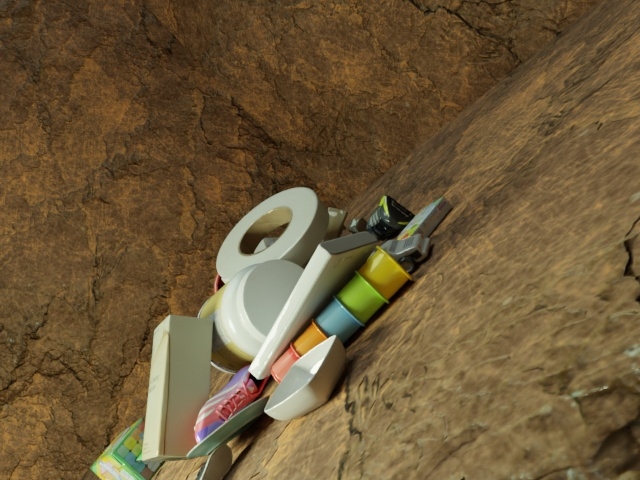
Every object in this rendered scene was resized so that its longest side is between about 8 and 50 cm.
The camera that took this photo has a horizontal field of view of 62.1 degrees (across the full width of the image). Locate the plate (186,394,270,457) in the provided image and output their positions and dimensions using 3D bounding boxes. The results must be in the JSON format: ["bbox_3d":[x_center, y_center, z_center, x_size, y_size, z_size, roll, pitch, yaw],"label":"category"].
[{"bbox_3d":[-0.169,0.362,1.019,0.188,0.024,0.188,-35,-14,-10],"label":"plate"}]

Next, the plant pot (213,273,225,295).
[{"bbox_3d":[-0.248,0.226,1.804,0.275,0.275,0.243,-48,-8,-43],"label":"plant pot"}]

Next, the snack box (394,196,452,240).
[{"bbox_3d":[0.235,-0.033,1.246,0.141,0.037,0.100,-46,6,-27],"label":"snack box"}]

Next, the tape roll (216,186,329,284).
[{"bbox_3d":[-0.152,-0.007,1.637,0.392,0.072,0.392,-27,33,19],"label":"tape roll"}]

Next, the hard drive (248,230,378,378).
[{"bbox_3d":[-0.012,0.126,1.062,0.203,0.040,0.307,-14,-41,-59],"label":"hard drive"}]

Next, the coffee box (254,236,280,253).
[{"bbox_3d":[-0.158,0.069,2.378,0.297,0.119,0.168,-2,-25,-39],"label":"coffee box"}]

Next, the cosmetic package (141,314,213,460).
[{"bbox_3d":[-0.335,0.348,1.252,0.160,0.113,0.309,-40,47,51],"label":"cosmetic package"}]

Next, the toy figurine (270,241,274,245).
[{"bbox_3d":[-0.144,0.103,2.205,0.362,0.217,0.191,-42,5,16],"label":"toy figurine"}]

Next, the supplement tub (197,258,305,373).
[{"bbox_3d":[-0.163,0.198,1.359,0.241,0.241,0.331,-47,6,-37],"label":"supplement tub"}]

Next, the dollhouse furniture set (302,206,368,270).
[{"bbox_3d":[0.000,0.000,1.671,0.161,0.212,0.242,42,-112,-55],"label":"dollhouse furniture set"}]

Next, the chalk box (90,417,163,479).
[{"bbox_3d":[-0.515,0.598,1.479,0.213,0.132,0.132,-41,6,37],"label":"chalk box"}]

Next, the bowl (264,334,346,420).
[{"bbox_3d":[-0.018,0.239,0.894,0.142,0.053,0.142,-40,6,35],"label":"bowl"}]

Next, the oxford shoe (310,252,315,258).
[{"bbox_3d":[-0.106,0.160,1.893,0.397,0.140,0.146,-43,11,35],"label":"oxford shoe"}]

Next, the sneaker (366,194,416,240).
[{"bbox_3d":[0.193,-0.052,1.510,0.121,0.111,0.300,-54,-2,7],"label":"sneaker"}]

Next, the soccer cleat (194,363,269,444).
[{"bbox_3d":[-0.191,0.359,1.189,0.095,0.083,0.248,-36,6,33],"label":"soccer cleat"}]

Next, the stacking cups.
[{"bbox_3d":[0.030,0.150,1.008,0.316,0.096,0.096,-44,5,-1],"label":"stacking cups"}]

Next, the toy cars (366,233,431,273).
[{"bbox_3d":[0.102,0.065,1.210,0.176,0.087,0.393,-46,5,-22],"label":"toy cars"}]

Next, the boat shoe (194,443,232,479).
[{"bbox_3d":[-0.193,0.411,0.927,0.038,0.046,0.125,-36,16,29],"label":"boat shoe"}]
